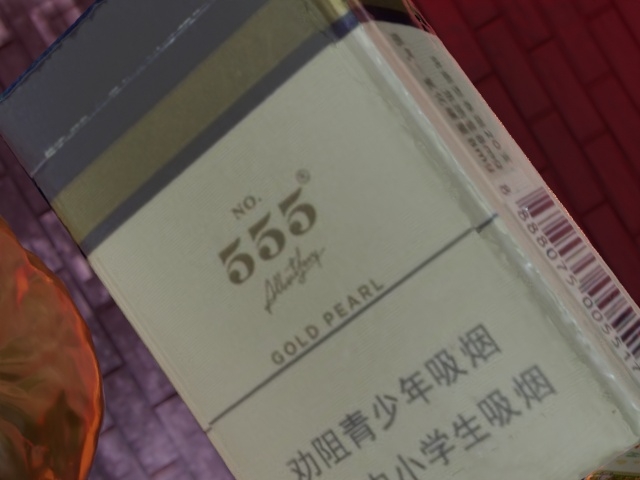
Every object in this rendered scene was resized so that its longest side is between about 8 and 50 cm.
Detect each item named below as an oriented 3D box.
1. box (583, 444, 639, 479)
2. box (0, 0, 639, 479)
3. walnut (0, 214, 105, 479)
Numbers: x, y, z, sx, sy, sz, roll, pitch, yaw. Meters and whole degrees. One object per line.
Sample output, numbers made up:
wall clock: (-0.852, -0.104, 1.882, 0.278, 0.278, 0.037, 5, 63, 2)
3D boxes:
box: (0.250, 0.167, 1.119, 0.032, 0.220, 0.122, 48, -28, -21)
box: (0.000, 0.000, 0.596, 0.259, 0.168, 0.071, 56, 29, 7)
walnut: (-0.328, 0.094, 0.976, 0.354, 0.307, 0.398, 23, -23, -38)
